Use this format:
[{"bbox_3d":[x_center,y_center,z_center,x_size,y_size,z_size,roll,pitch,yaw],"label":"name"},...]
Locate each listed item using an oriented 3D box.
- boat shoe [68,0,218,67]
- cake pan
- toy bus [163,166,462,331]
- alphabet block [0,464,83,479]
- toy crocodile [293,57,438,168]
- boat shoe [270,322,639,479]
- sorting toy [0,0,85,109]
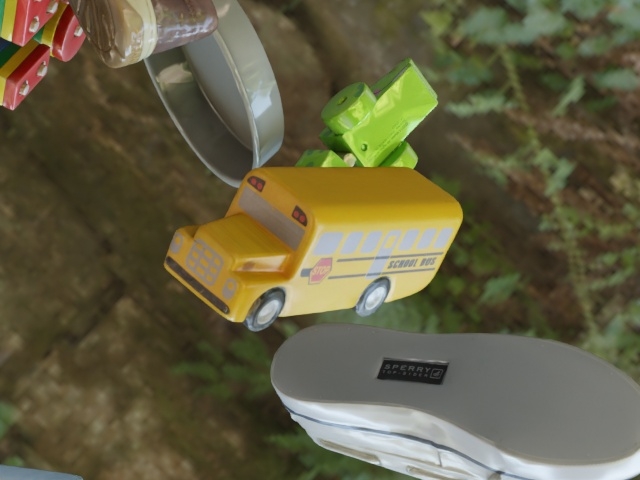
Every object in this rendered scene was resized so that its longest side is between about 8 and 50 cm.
[{"bbox_3d":[-0.193,-0.311,1.410,0.123,0.342,0.123,-17,154,-24],"label":"boat shoe"},{"bbox_3d":[-0.133,-0.204,1.851,0.054,0.293,0.293,-28,173,-20],"label":"cake pan"},{"bbox_3d":[0.000,0.000,1.576,0.332,0.108,0.130,-4,126,-53],"label":"toy bus"},{"bbox_3d":[-0.365,0.377,1.700,0.193,0.192,0.197,-92,-168,-60],"label":"alphabet block"},{"bbox_3d":[0.010,-0.076,1.807,0.340,0.115,0.105,-51,-154,-15],"label":"toy crocodile"},{"bbox_3d":[0.135,0.179,1.418,0.136,0.367,0.156,-64,146,-35],"label":"boat shoe"},{"bbox_3d":[-0.352,-0.299,1.935,0.255,0.089,0.257,-60,172,-47],"label":"sorting toy"}]
